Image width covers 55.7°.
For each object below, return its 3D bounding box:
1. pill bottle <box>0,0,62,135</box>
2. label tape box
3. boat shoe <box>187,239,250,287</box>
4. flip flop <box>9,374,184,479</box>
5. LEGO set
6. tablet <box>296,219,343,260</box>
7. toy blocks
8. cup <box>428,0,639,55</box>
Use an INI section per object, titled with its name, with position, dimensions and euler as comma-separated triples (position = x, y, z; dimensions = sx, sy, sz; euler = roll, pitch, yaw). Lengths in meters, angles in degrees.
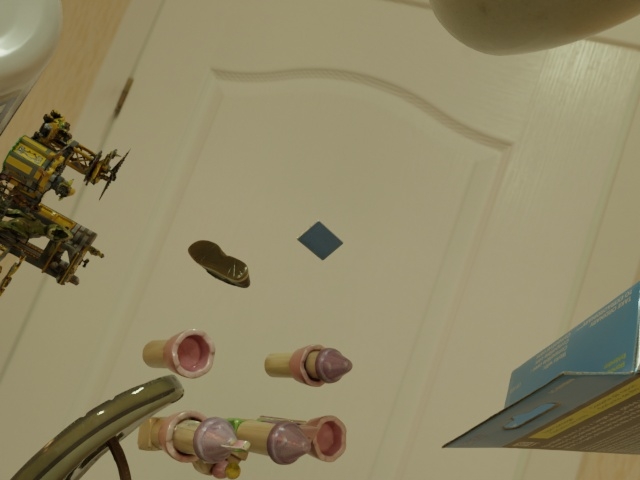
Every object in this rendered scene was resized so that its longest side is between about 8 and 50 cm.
[pill bottle]
position = -0.316, -0.135, 0.473
dimensions = 0.153, 0.153, 0.264
euler = 25, -29, -32
[label tape box]
position = 0.321, 0.144, 0.637
dimensions = 0.333, 0.106, 0.241
euler = 8, -35, -14
[boat shoe]
position = -0.188, 0.048, 1.119
dimensions = 0.152, 0.056, 0.049
euler = 30, -33, 37
[flip flop]
position = -0.177, 0.202, 0.375
dimensions = 0.080, 0.277, 0.112
euler = 37, -22, 1
[LEGO set]
position = -0.447, -0.027, 1.021
dimensions = 0.192, 0.331, 0.255
euler = 32, 8, -17
[tablet]
position = 0.000, 0.000, 1.095
dimensions = 0.083, 0.054, 0.006
euler = 41, 13, -42
[toy blocks]
position = -0.082, 0.288, 0.837
dimensions = 0.288, 0.309, 0.260
euler = 14, -18, -39
[cup]
position = 0.245, -0.353, 0.695
dimensions = 0.331, 0.331, 0.237
euler = 21, -23, -8
